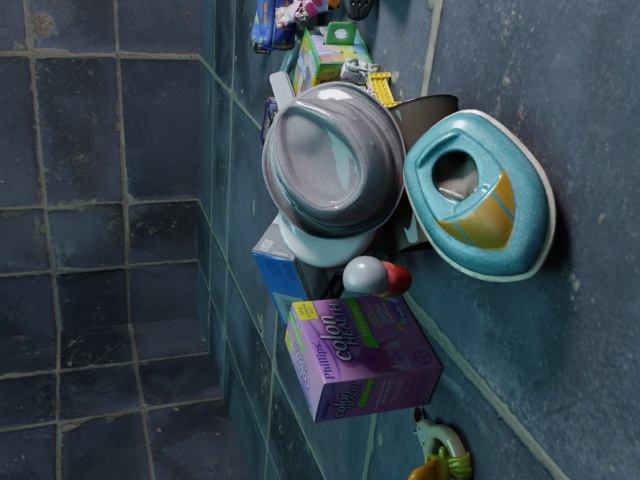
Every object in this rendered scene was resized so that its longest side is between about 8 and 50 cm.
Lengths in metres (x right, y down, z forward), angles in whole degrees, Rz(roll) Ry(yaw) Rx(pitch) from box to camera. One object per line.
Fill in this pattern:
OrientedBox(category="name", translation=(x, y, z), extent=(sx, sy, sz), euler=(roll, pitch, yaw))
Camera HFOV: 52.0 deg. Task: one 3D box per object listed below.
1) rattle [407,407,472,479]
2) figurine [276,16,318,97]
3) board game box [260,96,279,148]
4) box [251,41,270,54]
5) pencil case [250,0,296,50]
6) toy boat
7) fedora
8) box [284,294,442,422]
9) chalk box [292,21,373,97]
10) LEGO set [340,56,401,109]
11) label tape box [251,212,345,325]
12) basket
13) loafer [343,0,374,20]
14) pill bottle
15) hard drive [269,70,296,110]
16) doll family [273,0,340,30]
OrientedBox(category="rattle", translation=(0.178, 0.396, 1.221), extent=(0.199, 0.143, 0.130), euler=(45, 154, 53))
OrientedBox(category="figurine", translation=(-0.035, -0.478, 1.731), extent=(0.214, 0.092, 0.209), euler=(-112, 34, -43))
OrientedBox(category="board game box", translation=(-0.147, -0.351, 2.105), extent=(0.170, 0.048, 0.141), euler=(107, 150, -45))
OrientedBox(category="box", translation=(-0.190, -0.664, 2.157), extent=(0.083, 0.052, 0.062), euler=(107, 152, -43))
OrientedBox(category="pencil case", translation=(-0.105, -0.614, 1.603), extent=(0.133, 0.120, 0.306), euler=(-66, -10, -46))
OrientedBox(category="toy boat", translation=(0.174, -0.019, 0.947), extent=(0.318, 0.148, 0.267), euler=(-44, 64, 22))
OrientedBox(category="fedora", translation=(0.004, -0.133, 1.038), extent=(0.275, 0.244, 0.124), euler=(63, -164, 12))
OrientedBox(category="box", translation=(0.078, 0.224, 1.300), extent=(0.213, 0.243, 0.117), euler=(-115, 28, -47))
OrientedBox(category="chalk box", translation=(0.029, -0.392, 1.475), extent=(0.213, 0.133, 0.132), euler=(111, 149, -52))
OrientedBox(category="LEGO set", translation=(0.088, -0.238, 1.342), extent=(0.107, 0.132, 0.286), euler=(108, 173, -58))
OrientedBox(category="label tape box", translation=(0.000, 0.000, 1.475), extent=(0.333, 0.106, 0.240), euler=(-58, -34, -36))
OrientedBox(category="basket", translation=(0.172, -0.104, 1.118), extent=(0.204, 0.154, 0.226), euler=(-26, 73, 57))
OrientedBox(category="loafer", translation=(0.078, -0.573, 1.395), extent=(0.078, 0.076, 0.223), euler=(173, 97, -76))
OrientedBox(category="pill bottle", translation=(0.053, -0.021, 1.249), extent=(0.318, 0.176, 0.176), euler=(25, -124, -71))
OrientedBox(category="hard drive", translation=(-0.043, -0.210, 1.628), extent=(0.353, 0.047, 0.233), euler=(72, 180, -45))
OrientedBox(category="doll family", translation=(-0.003, -0.563, 1.496), extent=(0.163, 0.118, 0.262), euler=(10, 71, 53))
